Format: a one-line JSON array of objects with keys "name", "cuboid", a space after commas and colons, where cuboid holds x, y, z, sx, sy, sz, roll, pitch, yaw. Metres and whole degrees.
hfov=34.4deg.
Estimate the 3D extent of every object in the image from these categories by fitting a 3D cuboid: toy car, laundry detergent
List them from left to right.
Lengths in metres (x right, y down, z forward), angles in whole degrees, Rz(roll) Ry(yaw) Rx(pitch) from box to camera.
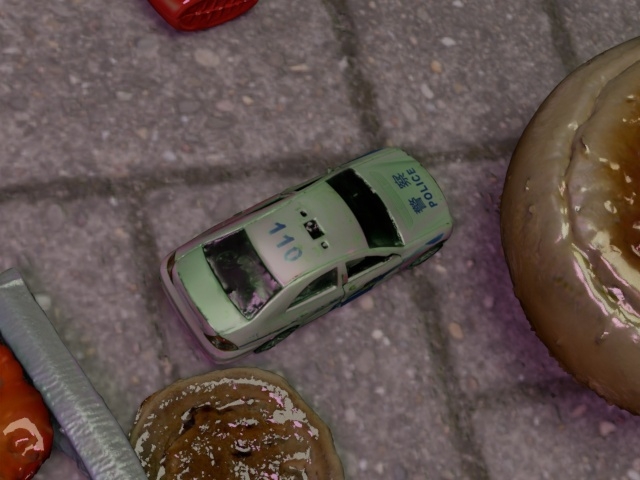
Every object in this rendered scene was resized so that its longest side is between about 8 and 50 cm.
[{"name": "laundry detergent", "cuboid": [-0.118, -0.245, 0.811, 0.097, 0.049, 0.165, -22, 74, -31]}, {"name": "toy car", "cuboid": [0.000, 0.000, 0.725, 0.224, 0.076, 0.090, -28, 76, -25]}]

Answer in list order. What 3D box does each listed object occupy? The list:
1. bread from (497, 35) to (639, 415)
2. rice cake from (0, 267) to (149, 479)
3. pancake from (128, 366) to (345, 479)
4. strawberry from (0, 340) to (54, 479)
[{"name": "bread", "cuboid": [0.268, -0.004, 0.760, 0.306, 0.158, 0.305, 5, 65, -11]}, {"name": "rice cake", "cuboid": [-0.164, 0.096, 0.648, 0.042, 0.030, 0.180, -32, 72, -16]}, {"name": "pancake", "cuboid": [-0.058, 0.152, 0.667, 0.152, 0.025, 0.151, 3, 68, -8]}, {"name": "strawberry", "cuboid": [-0.238, 0.091, 0.620, 0.121, 0.082, 0.188, -4, 57, -39]}]
